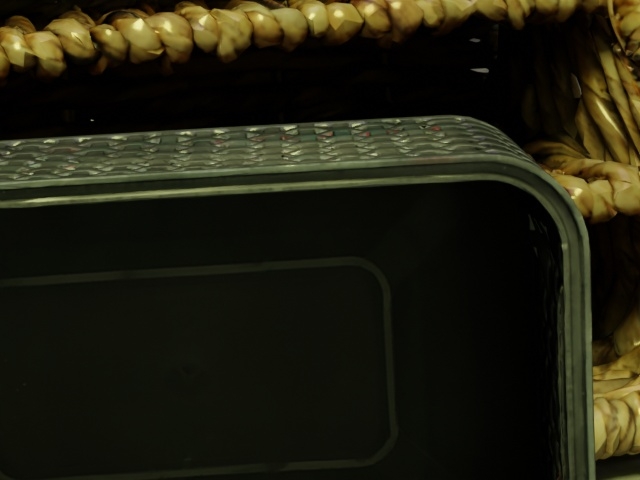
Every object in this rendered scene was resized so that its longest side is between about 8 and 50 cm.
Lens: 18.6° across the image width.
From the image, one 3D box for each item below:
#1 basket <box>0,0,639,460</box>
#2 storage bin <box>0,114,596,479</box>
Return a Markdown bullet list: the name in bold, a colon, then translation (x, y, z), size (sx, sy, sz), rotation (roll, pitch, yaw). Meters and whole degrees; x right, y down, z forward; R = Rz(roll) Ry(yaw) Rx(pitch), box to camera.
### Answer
- **basket**: translation (-0.027, -0.038, 0.642), size (0.299, 0.213, 0.223), rotation (-6, 9, -16)
- **storage bin**: translation (-0.032, 0.039, 0.449), size (0.180, 0.122, 0.084), rotation (-4, 9, -2)
